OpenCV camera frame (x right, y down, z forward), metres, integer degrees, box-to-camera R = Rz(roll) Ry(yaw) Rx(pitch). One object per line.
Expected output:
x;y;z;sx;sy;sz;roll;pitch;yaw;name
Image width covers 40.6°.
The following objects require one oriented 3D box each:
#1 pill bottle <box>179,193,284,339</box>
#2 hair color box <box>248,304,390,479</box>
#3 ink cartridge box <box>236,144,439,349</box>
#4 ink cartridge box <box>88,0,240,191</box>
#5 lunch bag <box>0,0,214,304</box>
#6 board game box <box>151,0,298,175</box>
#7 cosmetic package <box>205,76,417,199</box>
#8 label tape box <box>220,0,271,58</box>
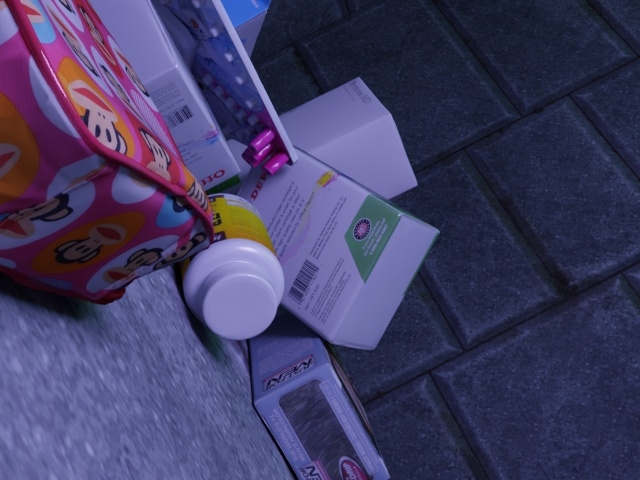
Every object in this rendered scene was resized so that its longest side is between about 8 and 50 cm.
-0.110;0.031;1.038;0.117;0.117;0.215;63;0;-27;pill bottle
-0.016;0.215;1.274;0.185;0.114;0.374;62;1;-14;hair color box
0.000;0.000;1.261;0.278;0.201;0.117;34;10;37;ink cartridge box
-0.174;-0.121;0.796;0.127;0.128;0.176;62;-2;30;ink cartridge box
-0.180;-0.105;0.513;0.258;0.120;0.293;62;0;14;lunch bag
-0.233;-0.288;1.220;0.390;0.050;0.390;28;-26;44;board game box
-0.044;-0.112;1.485;0.155;0.366;0.197;63;-1;-32;cosmetic package
-0.208;-0.380;1.402;0.240;0.106;0.333;56;-32;17;label tape box
